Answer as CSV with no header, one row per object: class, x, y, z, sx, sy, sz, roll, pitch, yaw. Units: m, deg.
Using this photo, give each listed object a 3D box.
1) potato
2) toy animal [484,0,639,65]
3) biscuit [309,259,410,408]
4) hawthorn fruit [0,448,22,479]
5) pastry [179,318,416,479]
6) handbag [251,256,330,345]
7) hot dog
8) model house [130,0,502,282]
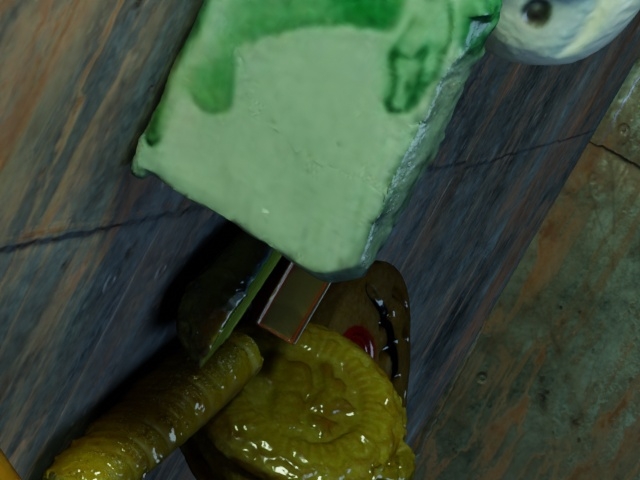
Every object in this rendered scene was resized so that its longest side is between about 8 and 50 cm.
potato,-0.078,0.031,1.552,0.198,0.054,0.119,-55,174,-33
toy animal,0.205,-0.300,1.441,0.289,0.249,0.174,-46,150,20
biscuit,0.028,0.210,2.042,0.314,0.063,0.368,-33,130,-58
hawthorn fruit,-0.239,0.189,0.912,0.208,0.248,0.208,-48,167,-15
pastry,-0.022,0.196,1.732,0.240,0.235,0.132,-29,155,-42
handbag,0.000,0.000,1.677,0.190,0.062,0.127,-60,-173,5
hot dog,-0.148,0.157,1.535,0.083,0.068,0.289,-16,-166,36
model house,0.044,-0.147,1.315,0.267,0.194,0.325,-63,169,20
